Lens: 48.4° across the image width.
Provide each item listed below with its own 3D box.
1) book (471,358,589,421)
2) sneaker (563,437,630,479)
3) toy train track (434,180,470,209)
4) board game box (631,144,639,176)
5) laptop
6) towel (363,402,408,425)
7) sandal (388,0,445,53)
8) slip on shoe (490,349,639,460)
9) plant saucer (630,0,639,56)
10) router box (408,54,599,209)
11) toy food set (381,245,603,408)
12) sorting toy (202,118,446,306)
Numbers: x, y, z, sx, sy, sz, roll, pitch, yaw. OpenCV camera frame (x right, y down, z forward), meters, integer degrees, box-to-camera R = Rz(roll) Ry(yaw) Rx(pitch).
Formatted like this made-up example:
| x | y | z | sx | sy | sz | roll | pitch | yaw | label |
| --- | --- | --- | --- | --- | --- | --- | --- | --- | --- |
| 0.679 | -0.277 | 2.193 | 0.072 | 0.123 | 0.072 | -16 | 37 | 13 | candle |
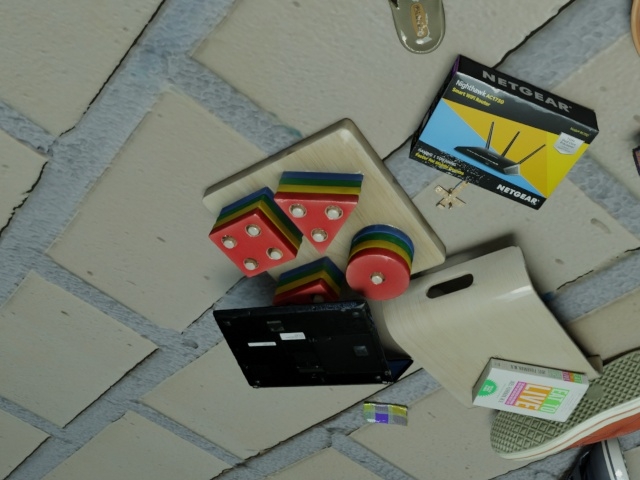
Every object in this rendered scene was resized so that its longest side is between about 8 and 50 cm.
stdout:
| x | y | z | sx | sy | sz | roll | pitch | yaw | label |
| --- | --- | --- | --- | --- | --- | --- | --- | --- | --- |
| 0.310 | 0.220 | 1.060 | 0.144 | 0.035 | 0.096 | 10 | 136 | -1 | book |
| 0.493 | 0.468 | 1.272 | 0.128 | 0.126 | 0.321 | -11 | 130 | 15 | sneaker |
| 0.181 | -0.064 | 0.934 | 0.048 | 0.014 | 0.083 | 31 | 131 | -15 | toy train track |
| 0.461 | -0.074 | 0.808 | 0.141 | 0.048 | 0.170 | -30 | 131 | 34 | board game box |
| 0.001 | 0.153 | 1.105 | 0.234 | 0.136 | 0.264 | -7 | 128 | 19 | laptop |
| 0.120 | 0.320 | 1.308 | 0.083 | 0.009 | 0.060 | 6 | 134 | 9 | towel |
| 0.090 | -0.270 | 0.742 | 0.072 | 0.049 | 0.180 | -8 | 130 | 20 | sandal |
| 0.417 | 0.278 | 1.127 | 0.331 | 0.123 | 0.101 | -33 | 121 | 30 | slip on shoe |
| 0.411 | -0.239 | 0.699 | 0.200 | 0.037 | 0.200 | 8 | 133 | 8 | plant saucer |
| 0.213 | -0.124 | 0.848 | 0.179 | 0.046 | 0.133 | 21 | 133 | -5 | router box |
| 0.262 | 0.139 | 1.065 | 0.220 | 0.092 | 0.306 | -22 | 132 | 30 | toy food set |
| 0.000 | 0.000 | 0.987 | 0.256 | 0.089 | 0.257 | -23 | 123 | 30 | sorting toy |
